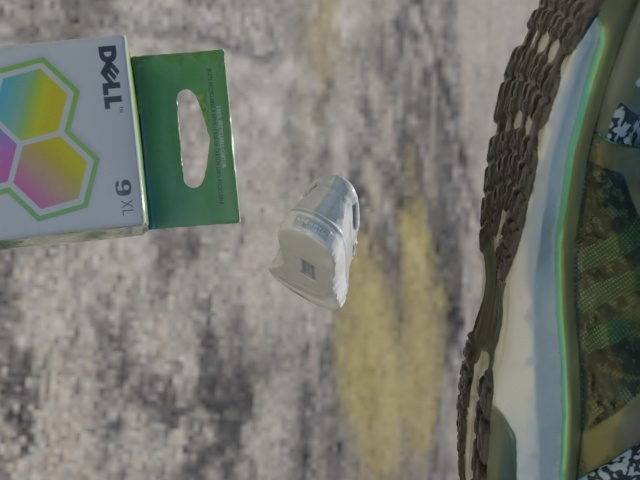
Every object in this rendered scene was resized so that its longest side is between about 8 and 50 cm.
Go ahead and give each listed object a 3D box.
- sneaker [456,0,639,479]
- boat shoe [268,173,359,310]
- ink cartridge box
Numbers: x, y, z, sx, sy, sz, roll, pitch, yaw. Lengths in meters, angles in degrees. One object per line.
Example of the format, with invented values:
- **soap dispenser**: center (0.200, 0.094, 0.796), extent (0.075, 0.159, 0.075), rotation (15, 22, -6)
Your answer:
- **sneaker**: center (0.184, 0.012, 0.878), extent (0.158, 0.182, 0.410), rotation (-94, -170, -70)
- **boat shoe**: center (0.000, 0.000, 1.164), extent (0.063, 0.066, 0.184), rotation (-58, 167, -16)
- **ink cartridge box**: center (-0.152, -0.054, 0.885), extent (0.062, 0.209, 0.109), rotation (136, -52, -82)
